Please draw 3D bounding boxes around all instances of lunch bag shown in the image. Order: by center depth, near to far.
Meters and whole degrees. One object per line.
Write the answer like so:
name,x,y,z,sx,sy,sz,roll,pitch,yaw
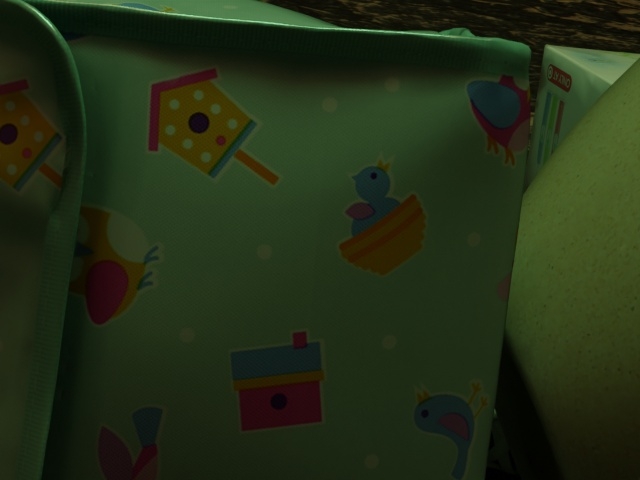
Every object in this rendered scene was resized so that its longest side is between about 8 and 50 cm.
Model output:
lunch bag,-0.076,0.020,0.675,0.262,0.223,0.160,6,9,-12

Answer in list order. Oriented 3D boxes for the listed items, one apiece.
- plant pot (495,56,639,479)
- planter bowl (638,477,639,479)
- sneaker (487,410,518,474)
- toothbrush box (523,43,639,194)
plant pot,0.164,0.044,0.713,0.191,0.284,0.284,-20,19,-4
planter bowl,0.150,0.110,0.439,0.162,0.162,0.109,8,48,-3
sneaker,0.058,0.073,0.861,0.237,0.085,0.086,16,48,6
toothbrush box,0.300,-0.040,1.289,0.283,0.122,0.206,3,16,-14
